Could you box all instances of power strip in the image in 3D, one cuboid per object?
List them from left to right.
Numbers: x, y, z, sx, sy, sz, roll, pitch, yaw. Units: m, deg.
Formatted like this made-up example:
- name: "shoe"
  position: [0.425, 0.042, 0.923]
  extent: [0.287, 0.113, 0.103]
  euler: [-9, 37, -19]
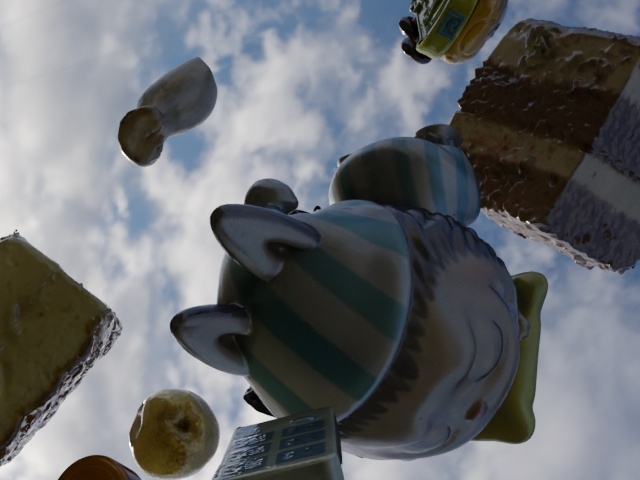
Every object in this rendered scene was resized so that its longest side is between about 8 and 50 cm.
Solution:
- name: "power strip"
  position: [-0.025, 0.152, 0.644]
  extent: [0.081, 0.192, 0.035]
  euler: [-15, -89, 0]

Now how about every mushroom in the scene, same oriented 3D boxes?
- name: "mushroom"
  position: [-0.211, -0.188, 1.320]
  extent: [0.097, 0.212, 0.088]
  euler: [-29, -75, 38]

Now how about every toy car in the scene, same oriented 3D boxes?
- name: "toy car"
  position: [0.235, -0.387, 1.535]
  extent: [0.200, 0.142, 0.247]
  euler: [-58, -162, 35]

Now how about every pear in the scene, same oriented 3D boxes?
- name: "pear"
  position: [-0.264, 0.348, 1.672]
  extent: [0.178, 0.178, 0.178]
  euler: [7, -79, 44]

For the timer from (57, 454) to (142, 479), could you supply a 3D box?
- name: "timer"
  position: [-0.268, 0.365, 1.247]
  extent: [0.132, 0.152, 0.132]
  euler: [-10, -115, 22]

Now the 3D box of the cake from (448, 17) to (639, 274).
- name: "cake"
  position: [0.341, -0.132, 1.272]
  extent: [0.256, 0.282, 0.290]
  euler: [30, -83, 48]

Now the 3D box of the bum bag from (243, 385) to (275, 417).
- name: "bum bag"
  position: [-0.007, 0.266, 1.506]
  extent: [0.248, 0.102, 0.069]
  euler: [21, -55, 25]

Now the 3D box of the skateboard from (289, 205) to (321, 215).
- name: "skateboard"
  position: [0.000, 0.000, 1.546]
  extent: [0.151, 0.080, 0.067]
  euler: [51, -43, 19]

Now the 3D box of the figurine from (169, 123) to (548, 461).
- name: "figurine"
  position: [0.037, 0.009, 0.861]
  extent: [0.266, 0.378, 0.361]
  euler: [-18, -117, 22]

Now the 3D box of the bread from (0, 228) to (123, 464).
- name: "bread"
  position: [-0.439, 0.157, 1.298]
  extent: [0.207, 0.279, 0.279]
  euler: [40, -12, -1]
